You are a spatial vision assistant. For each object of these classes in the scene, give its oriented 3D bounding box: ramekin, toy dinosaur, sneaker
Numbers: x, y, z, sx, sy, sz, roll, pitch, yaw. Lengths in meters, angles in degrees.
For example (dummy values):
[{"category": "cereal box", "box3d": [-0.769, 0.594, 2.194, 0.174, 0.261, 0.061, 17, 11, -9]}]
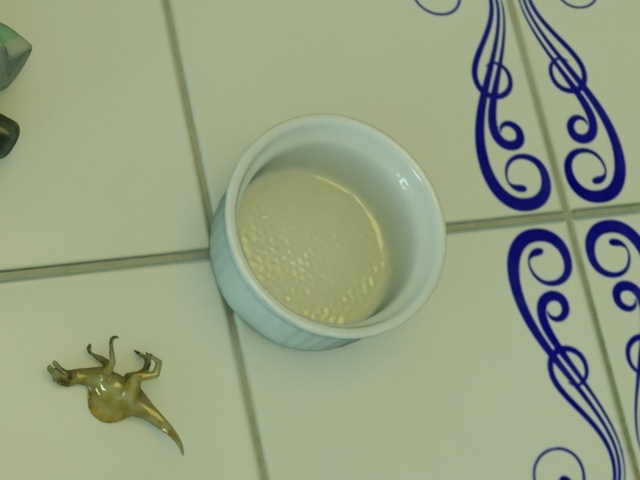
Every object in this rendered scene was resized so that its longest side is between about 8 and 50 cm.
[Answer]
[{"category": "ramekin", "box3d": [0.000, 0.000, 1.901, 0.277, 0.135, 0.277, 7, 70, -19]}, {"category": "toy dinosaur", "box3d": [-0.220, 0.170, 1.810, 0.183, 0.053, 0.093, 29, 79, -2]}, {"category": "sneaker", "box3d": [-0.426, -0.223, 1.774, 0.151, 0.256, 0.094, 33, 100, -3]}]

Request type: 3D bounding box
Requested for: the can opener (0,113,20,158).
[{"category": "can opener", "box3d": [-0.483, -0.162, 1.815, 0.280, 0.074, 0.093, 23, 99, -11]}]
